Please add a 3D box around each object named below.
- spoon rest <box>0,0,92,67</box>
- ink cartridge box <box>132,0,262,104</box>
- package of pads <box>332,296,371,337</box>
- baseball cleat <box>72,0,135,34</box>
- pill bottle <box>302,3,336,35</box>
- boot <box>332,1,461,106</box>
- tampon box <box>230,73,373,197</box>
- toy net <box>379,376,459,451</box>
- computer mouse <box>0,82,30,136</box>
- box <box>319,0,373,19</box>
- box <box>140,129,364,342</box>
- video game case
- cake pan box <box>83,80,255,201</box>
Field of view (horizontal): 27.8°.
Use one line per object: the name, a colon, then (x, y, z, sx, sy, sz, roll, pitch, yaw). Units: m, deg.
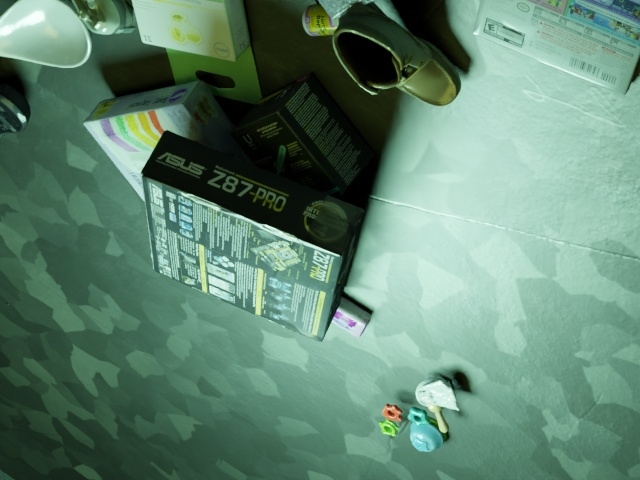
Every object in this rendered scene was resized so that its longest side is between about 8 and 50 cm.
spoon rest: (-0.480, -0.338, 2.089, 0.276, 0.084, 0.137, 6, 133, 35)
ink cartridge box: (-0.184, -0.296, 1.926, 0.171, 0.056, 0.235, 16, 137, 25)
package of pads: (0.043, 0.126, 2.212, 0.083, 0.032, 0.050, 32, 144, 7)
baseball cleat: (-0.345, -0.391, 1.936, 0.072, 0.109, 0.205, -34, 76, 32)
pill bottle: (0.019, -0.303, 1.764, 0.083, 0.043, 0.043, 1, 131, 37)
boot: (0.098, -0.225, 1.670, 0.213, 0.165, 0.077, 38, 111, -17)
tampon box: (-0.027, -0.144, 1.922, 0.120, 0.101, 0.161, -17, 118, 48)
toy net: (0.182, 0.292, 2.274, 0.122, 0.045, 0.232, 31, 141, 11)
computer mouse: (-0.604, -0.258, 2.295, 0.184, 0.060, 0.262, 44, 154, -17)
box: (0.028, -0.419, 1.553, 0.163, 0.142, 0.247, -16, 120, 47)
box: (-0.111, 0.005, 2.008, 0.318, 0.097, 0.395, 24, 158, 6)
video game case: (0.301, -0.291, 1.574, 0.212, 0.023, 0.193, 26, 142, 15)
cake pan box: (-0.222, -0.129, 2.109, 0.246, 0.070, 0.267, -1, 134, 41)
